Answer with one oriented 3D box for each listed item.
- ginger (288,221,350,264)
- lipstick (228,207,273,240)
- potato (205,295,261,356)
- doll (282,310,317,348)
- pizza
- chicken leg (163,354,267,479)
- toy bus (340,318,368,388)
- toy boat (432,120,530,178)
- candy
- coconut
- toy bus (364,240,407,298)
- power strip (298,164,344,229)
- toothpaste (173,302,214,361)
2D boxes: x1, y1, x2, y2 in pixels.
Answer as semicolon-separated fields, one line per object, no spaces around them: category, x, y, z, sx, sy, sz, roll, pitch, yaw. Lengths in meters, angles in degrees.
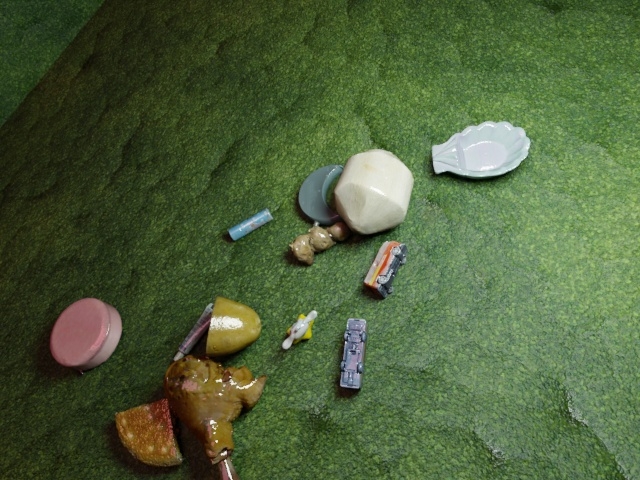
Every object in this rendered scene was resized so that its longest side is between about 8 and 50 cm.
ginger;0.000;0.000;1.532;0.204;0.080;0.104;-31;98;2
lipstick;-0.247;-0.057;1.659;0.157;0.048;0.048;-29;59;2
potato;-0.262;0.269;1.440;0.157;0.203;0.179;8;92;-3
doll;-0.064;0.274;1.398;0.071;0.113;0.135;41;61;10
pizza;-0.505;0.570;1.429;0.291;0.058;0.197;19;71;23
chicken leg;-0.275;0.495;1.343;0.294;0.182;0.410;-20;63;-11
toy bus;0.100;0.325;1.339;0.064;0.075;0.191;0;66;20
toy boat;0.505;-0.269;1.486;0.289;0.100;0.200;-5;63;15
candy;-0.816;0.331;1.628;0.255;0.094;0.256;-7;63;14
coconut;0.160;-0.138;1.459;0.237;0.237;0.266;10;69;22
toy bus;0.200;0.082;1.429;0.077;0.079;0.174;16;70;35
power strip;0.006;-0.141;1.615;0.167;0.054;0.254;-6;63;18
toothpaste;-0.407;0.305;1.540;0.061;0.037;0.216;25;71;27
